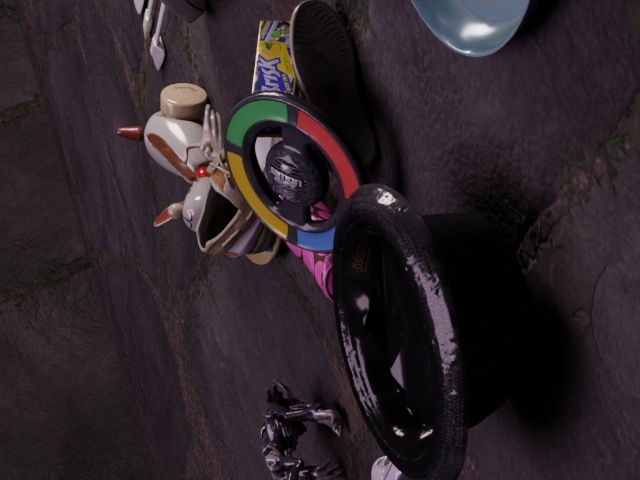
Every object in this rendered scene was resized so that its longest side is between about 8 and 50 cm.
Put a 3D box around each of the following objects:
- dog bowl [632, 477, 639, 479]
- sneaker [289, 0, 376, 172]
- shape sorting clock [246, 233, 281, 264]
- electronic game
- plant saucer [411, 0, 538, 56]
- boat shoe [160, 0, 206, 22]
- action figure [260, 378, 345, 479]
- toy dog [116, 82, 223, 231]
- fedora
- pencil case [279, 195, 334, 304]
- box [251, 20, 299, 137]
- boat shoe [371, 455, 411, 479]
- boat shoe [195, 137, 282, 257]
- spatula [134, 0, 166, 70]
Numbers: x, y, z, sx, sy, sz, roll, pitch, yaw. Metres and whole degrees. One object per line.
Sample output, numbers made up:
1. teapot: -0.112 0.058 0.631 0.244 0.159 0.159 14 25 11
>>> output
1. dog bowl: 0.314 0.338 1.167 0.265 0.104 0.264 165 90 -71
2. sneaker: -0.004 -0.190 1.700 0.118 0.083 0.222 173 82 -71
3. shape sorting clock: -0.105 -0.064 2.135 0.206 0.040 0.206 27 122 53
4. electronic game: -0.031 -0.083 1.667 0.229 0.048 0.229 26 137 28
5. plant saucer: 0.140 -0.334 1.261 0.317 0.044 0.317 166 90 -71
6. boat shoe: -0.223 -0.463 2.035 0.136 0.156 0.367 55 -175 23
7. action figure: -0.028 0.331 2.078 0.275 0.141 0.164 -87 -9 -48
8. toy dog: -0.257 -0.137 2.256 0.333 0.161 0.220 -124 30 -71
9. fedora: 0.132 0.091 1.417 0.334 0.153 0.334 165 90 -71
10. pencil case: 0.000 0.000 1.817 0.098 0.095 0.209 41 -177 -38
11. box: -0.056 -0.214 1.759 0.054 0.059 0.169 86 -173 -52
12. boat shoe: 0.101 0.321 1.759 0.084 0.095 0.258 58 153 32
13. boat shoe: -0.111 -0.091 1.989 0.113 0.103 0.302 51 140 38
14. spatula: -0.310 -0.439 2.478 0.242 0.019 0.168 123 136 -63
